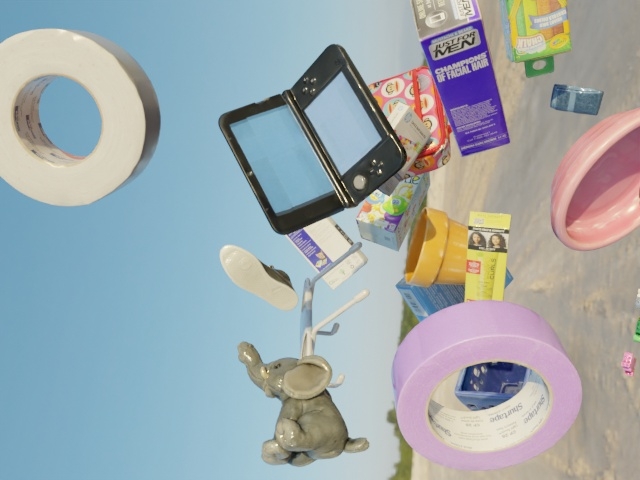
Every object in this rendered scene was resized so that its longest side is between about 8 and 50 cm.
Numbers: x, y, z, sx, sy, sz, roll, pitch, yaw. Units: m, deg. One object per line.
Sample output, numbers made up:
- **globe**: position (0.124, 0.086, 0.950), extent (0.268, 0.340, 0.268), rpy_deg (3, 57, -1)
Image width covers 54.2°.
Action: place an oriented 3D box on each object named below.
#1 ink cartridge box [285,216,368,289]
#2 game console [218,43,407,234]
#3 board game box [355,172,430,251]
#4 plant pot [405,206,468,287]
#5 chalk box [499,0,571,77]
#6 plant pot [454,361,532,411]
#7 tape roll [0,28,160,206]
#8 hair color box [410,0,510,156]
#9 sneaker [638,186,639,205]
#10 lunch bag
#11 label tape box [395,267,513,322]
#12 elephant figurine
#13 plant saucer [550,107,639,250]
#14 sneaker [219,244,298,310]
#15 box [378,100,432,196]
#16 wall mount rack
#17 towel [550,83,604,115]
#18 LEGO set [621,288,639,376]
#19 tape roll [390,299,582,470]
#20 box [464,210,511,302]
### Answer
- **ink cartridge box**: position (0.000, 0.000, 2.219), extent (0.332, 0.165, 0.065), rpy_deg (49, -160, -5)
- **game console**: position (-0.021, -0.199, 1.218), extent (0.173, 0.250, 0.293), rpy_deg (-14, -110, -48)
- **board game box**: position (0.244, -0.130, 2.070), extent (0.275, 0.142, 0.144), rpy_deg (-62, -22, -19)
- **plant pot**: position (0.336, 0.034, 1.612), extent (0.205, 0.188, 0.205), rpy_deg (-166, 90, -89)
- **chalk box**: position (0.506, -0.494, 1.473), extent (0.132, 0.132, 0.213), rpy_deg (-68, -35, -69)
- **plant pot**: position (0.587, 0.455, 1.963), extent (0.212, 0.236, 0.236), rpy_deg (55, -134, -29)
- **tape roll**: position (-0.323, -0.157, 0.803), extent (0.072, 0.219, 0.219), rpy_deg (-81, -8, -73)
- **hair color box**: position (0.254, -0.326, 1.131), extent (0.339, 0.110, 0.185), rpy_deg (47, -147, -54)
- **sneaker**: position (0.627, -0.029, 1.043), extent (0.267, 0.106, 0.101), rpy_deg (34, -120, -29)
- **lunch bag**: position (0.242, -0.310, 1.658), extent (0.120, 0.258, 0.293), rpy_deg (46, -144, -54)
- **label tape box**: position (0.456, 0.142, 2.109), extent (0.249, 0.348, 0.115), rpy_deg (55, 157, -12)
- **elephant figurine**: position (-0.042, 0.290, 1.184), extent (0.169, 0.186, 0.239), rpy_deg (-39, 42, 37)
- **plant saucer**: position (0.592, -0.130, 1.261), extent (0.332, 0.332, 0.084), rpy_deg (84, 160, -44)
- **sneaker**: position (-0.202, 0.106, 1.993), extent (0.104, 0.296, 0.147), rpy_deg (-50, 16, 5)
- **box**: position (0.174, -0.212, 1.477), extent (0.186, 0.038, 0.145), rpy_deg (-56, -37, 1)
- **wall mount rack**: position (0.024, 0.179, 1.544), extent (0.350, 0.130, 0.304), rpy_deg (-94, 12, -58)
- **towel**: position (0.643, -0.354, 1.575), extent (0.029, 0.119, 0.067), rpy_deg (-36, -45, -51)
- **LEGO set**: position (0.811, 0.228, 1.546), extent (0.093, 0.087, 0.227), rpy_deg (21, -100, -51)
- **tape roll**: position (0.250, 0.228, 0.966), extent (0.090, 0.275, 0.274), rpy_deg (-93, 0, -60)
- **box**: position (0.355, 0.050, 1.337), extent (0.058, 0.087, 0.232), rpy_deg (-63, -26, -49)
